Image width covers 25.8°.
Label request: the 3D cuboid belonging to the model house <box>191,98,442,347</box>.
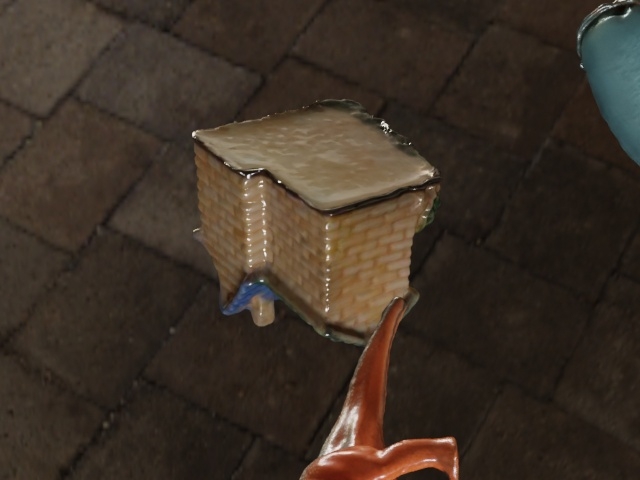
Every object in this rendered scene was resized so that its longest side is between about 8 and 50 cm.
[{"bbox_3d":[0.000,0.000,1.171,0.166,0.172,0.183,-15,33,-31],"label":"model house"}]

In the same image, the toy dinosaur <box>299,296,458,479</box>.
[{"bbox_3d":[0.013,0.140,0.565,0.101,0.055,0.280,-5,42,16],"label":"toy dinosaur"}]

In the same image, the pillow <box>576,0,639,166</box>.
[{"bbox_3d":[0.304,-0.121,0.948,0.214,0.233,0.086,46,38,0],"label":"pillow"}]
